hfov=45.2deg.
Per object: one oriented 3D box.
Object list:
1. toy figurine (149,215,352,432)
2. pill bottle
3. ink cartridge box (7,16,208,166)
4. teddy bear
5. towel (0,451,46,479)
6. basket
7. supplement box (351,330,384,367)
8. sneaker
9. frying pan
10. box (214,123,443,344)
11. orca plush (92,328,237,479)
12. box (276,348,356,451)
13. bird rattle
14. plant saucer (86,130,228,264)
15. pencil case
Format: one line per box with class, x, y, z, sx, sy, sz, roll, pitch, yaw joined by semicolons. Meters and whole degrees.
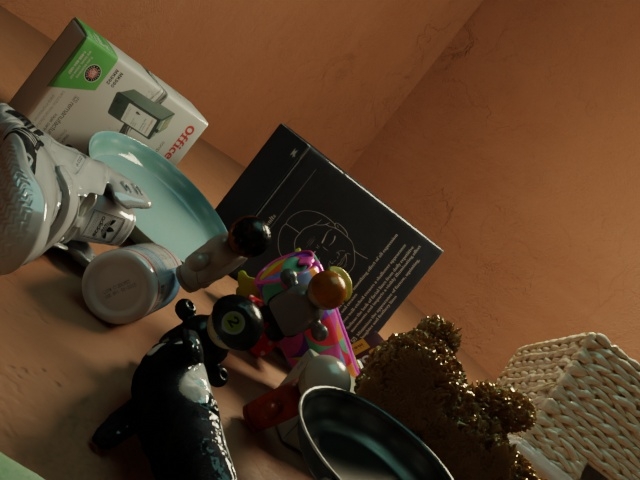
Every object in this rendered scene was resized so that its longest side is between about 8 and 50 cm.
toy figurine;-0.066;0.091;0.879;0.213;0.148;0.209;37;39;-26
pill bottle;-0.219;0.048;0.931;0.087;0.087;0.160;39;6;2
ink cartridge box;-0.386;-0.230;1.419;0.289;0.211;0.121;33;10;-41
teddy bear;0.155;0.253;0.914;0.338;0.245;0.113;40;-2;-13
towel;-0.161;0.203;0.353;0.248;0.038;0.325;37;6;-11
basket;0.459;0.365;1.347;0.328;0.266;0.331;38;-17;1
supplement box;0.094;0.238;1.178;0.188;0.104;0.081;48;-18;52
sneaker;-0.293;-0.037;0.869;0.210;0.137;0.366;32;5;-32
frying pan;0.046;0.229;0.676;0.197;0.053;0.326;35;15;0
box;0.000;0.000;1.616;0.395;0.293;0.212;36;6;-28
orca plush;-0.135;0.178;0.644;0.287;0.102;0.151;-119;-157;-50
box;0.071;0.264;1.009;0.275;0.094;0.113;36;6;-20
bird rattle;-0.045;0.128;1.238;0.207;0.143;0.253;54;3;-22
plant saucer;-0.278;-0.057;1.313;0.317;0.044;0.317;44;16;-16
pencil case;-0.006;0.132;1.066;0.104;0.104;0.236;-123;-171;-72
